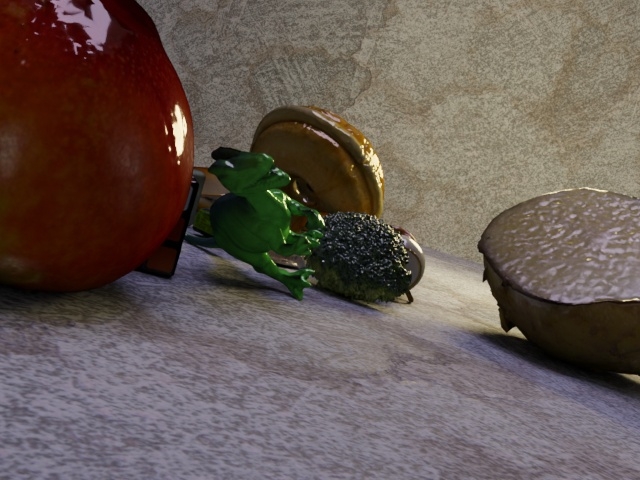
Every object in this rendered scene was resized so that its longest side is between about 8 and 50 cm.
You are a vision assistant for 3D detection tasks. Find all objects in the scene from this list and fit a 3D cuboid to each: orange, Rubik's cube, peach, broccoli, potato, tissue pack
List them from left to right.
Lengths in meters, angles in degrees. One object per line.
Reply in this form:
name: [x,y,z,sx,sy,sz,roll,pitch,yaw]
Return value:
peach: [-0.324,-0.134,0.859,0.388,0.388,0.388,17,6,-2]
Rubik's cube: [-0.298,-0.048,1.164,0.163,0.160,0.162,15,7,-15]
tissue pack: [-0.156,-0.009,1.636,0.173,0.073,0.235,11,9,-44]
orange: [0.000,0.000,1.794,0.157,0.134,0.156,2,47,-2]
broccoli: [0.076,0.033,1.471,0.226,0.198,0.176,44,-33,-6]
potato: [0.563,0.126,1.505,0.385,0.319,0.442,-27,31,-14]

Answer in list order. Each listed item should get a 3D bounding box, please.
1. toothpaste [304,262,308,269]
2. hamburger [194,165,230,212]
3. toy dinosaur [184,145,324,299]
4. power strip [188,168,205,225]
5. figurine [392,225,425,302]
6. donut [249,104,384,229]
toothpaste: [-0.025,0.055,1.642,0.048,0.031,0.190,9,6,-38]
hamburger: [-0.299,-0.135,2.070,0.237,0.147,0.237,10,4,-1]
toy dinosaur: [-0.189,-0.041,1.250,0.500,0.144,0.374,7,-24,36]
power strip: [-0.400,-0.122,1.687,0.139,0.140,0.224,21,8,30]
figurine: [0.166,0.048,1.670,0.142,0.189,0.263,-18,6,2]
donut: [-0.021,-0.162,1.941,0.449,0.449,0.198,20,47,29]
